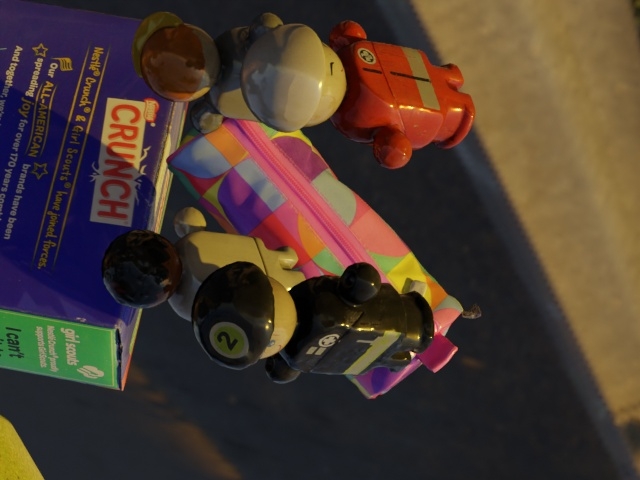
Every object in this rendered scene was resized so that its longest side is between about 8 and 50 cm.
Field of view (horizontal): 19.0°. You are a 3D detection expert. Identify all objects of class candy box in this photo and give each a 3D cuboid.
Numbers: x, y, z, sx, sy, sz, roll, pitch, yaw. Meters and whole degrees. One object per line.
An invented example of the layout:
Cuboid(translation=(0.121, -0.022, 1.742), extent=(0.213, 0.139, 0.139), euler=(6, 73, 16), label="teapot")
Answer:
Cuboid(translation=(-0.277, -0.052, 1.479), extent=(0.317, 0.268, 0.122), euler=(10, 153, 2), label="candy box")

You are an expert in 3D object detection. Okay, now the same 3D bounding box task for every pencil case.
Cuboid(translation=(0.000, 0.000, 1.324), extent=(0.236, 0.104, 0.104), euler=(47, 164, 1), label="pencil case")

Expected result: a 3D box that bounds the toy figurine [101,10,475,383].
Cuboid(translation=(-0.032, -0.030, 1.125), extent=(0.148, 0.213, 0.209), euler=(6, -172, -36), label="toy figurine")

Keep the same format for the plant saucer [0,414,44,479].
Cuboid(translation=(-0.194, 0.187, 1.131), extent=(0.188, 0.045, 0.188), euler=(59, 142, 2), label="plant saucer")
